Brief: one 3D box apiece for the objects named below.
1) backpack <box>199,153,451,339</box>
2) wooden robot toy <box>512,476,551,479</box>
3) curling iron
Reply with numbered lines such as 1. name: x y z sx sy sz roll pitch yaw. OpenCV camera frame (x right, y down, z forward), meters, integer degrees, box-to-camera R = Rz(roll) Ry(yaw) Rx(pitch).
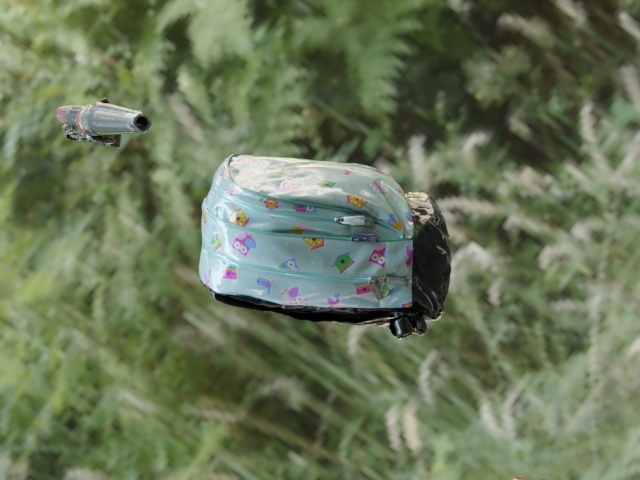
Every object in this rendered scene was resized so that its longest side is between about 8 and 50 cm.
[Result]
1. backpack: 0.000 0.000 1.265 0.152 0.182 0.115 -111 27 -77
2. wooden robot toy: 0.192 0.256 1.566 0.079 0.173 0.076 180 98 -70
3. curling iron: -0.195 -0.112 1.563 0.274 0.068 0.035 -177 97 -72
